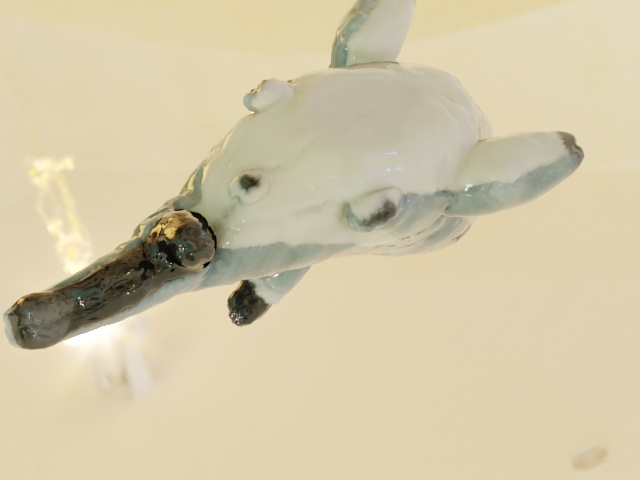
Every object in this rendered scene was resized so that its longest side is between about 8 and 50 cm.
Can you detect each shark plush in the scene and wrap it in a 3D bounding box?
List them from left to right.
[{"bbox_3d":[0.000,0.000,0.365,0.161,0.073,0.067,-40,164,-48],"label":"shark plush"}]
